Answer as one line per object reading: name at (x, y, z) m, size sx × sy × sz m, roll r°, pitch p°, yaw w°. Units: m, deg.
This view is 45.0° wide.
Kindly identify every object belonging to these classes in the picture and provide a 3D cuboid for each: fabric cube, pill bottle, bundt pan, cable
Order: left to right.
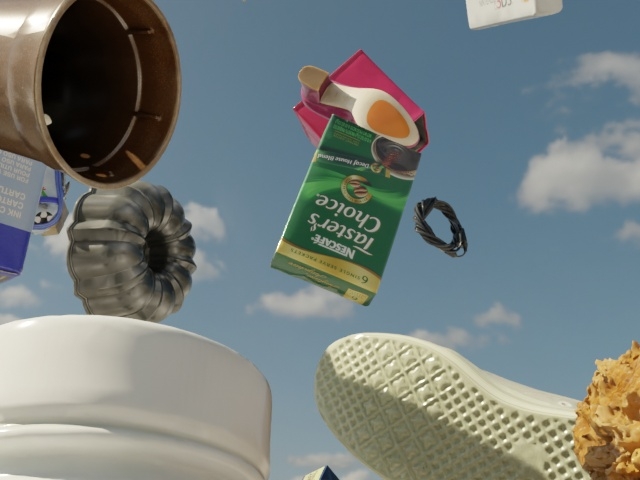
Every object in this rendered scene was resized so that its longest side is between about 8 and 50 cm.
pill bottle at (-0.114, 0.230, 0.332) m, size 0.204 × 0.361 × 0.204 m, roll 1°, pitch -34°, yaw 1°
bundt pan at (-0.367, 0.026, 1.599) m, size 0.124 × 0.331 × 0.331 m, roll -5°, pitch -22°, yaw 23°
fabric cube at (0.118, -0.312, 2.140) m, size 0.254 × 0.258 × 0.259 m, roll -43°, pitch -17°, yaw -1°
cable at (0.294, -0.039, 1.943) m, size 0.150 × 0.185 × 0.047 m, roll 15°, pitch -45°, yaw -21°

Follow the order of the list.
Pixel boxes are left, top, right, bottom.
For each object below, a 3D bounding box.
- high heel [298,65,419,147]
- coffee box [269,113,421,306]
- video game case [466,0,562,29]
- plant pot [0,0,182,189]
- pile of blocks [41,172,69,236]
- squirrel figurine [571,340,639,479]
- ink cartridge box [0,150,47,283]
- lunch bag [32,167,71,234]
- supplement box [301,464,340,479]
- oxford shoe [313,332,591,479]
high heel at (0.067, -0.213, 1.336) m, size 0.244 × 0.082 × 0.117 m, roll 27°, pitch -10°, yaw 16°
coffee box at (0.030, -0.034, 0.806) m, size 0.113 × 0.184 × 0.040 m, roll 24°, pitch -29°, yaw -3°
video game case at (0.204, -0.427, 0.922) m, size 0.036 × 0.329 × 0.300 m, roll -11°, pitch 13°, yaw -1°
plant pot at (-0.235, -0.136, 0.662) m, size 0.165 × 0.167 × 0.167 m, roll 10°, pitch -16°, yaw 27°
pile of blocks at (-0.664, -0.187, 1.780) m, size 0.112 × 0.363 × 0.149 m, roll -7°, pitch -15°, yaw 8°
squirrel figurine at (0.246, 0.215, 0.493) m, size 0.280 × 0.397 × 0.370 m, roll -3°, pitch -20°, yaw 23°
ink cartridge box at (-0.437, -0.084, 0.920) m, size 0.151 × 0.396 × 0.270 m, roll 18°, pitch -20°, yaw -36°
lunch bag at (-0.609, -0.115, 1.383) m, size 0.303 × 0.243 × 0.115 m, roll -1°, pitch -10°, yaw -29°
supplement box at (0.004, 0.615, 1.904) m, size 0.083 × 0.083 × 0.056 m, roll -34°, pitch 8°, yaw 29°
oxford shoe at (0.190, 0.221, 0.870) m, size 0.449 × 0.169 × 0.130 m, roll 13°, pitch -6°, yaw 31°
